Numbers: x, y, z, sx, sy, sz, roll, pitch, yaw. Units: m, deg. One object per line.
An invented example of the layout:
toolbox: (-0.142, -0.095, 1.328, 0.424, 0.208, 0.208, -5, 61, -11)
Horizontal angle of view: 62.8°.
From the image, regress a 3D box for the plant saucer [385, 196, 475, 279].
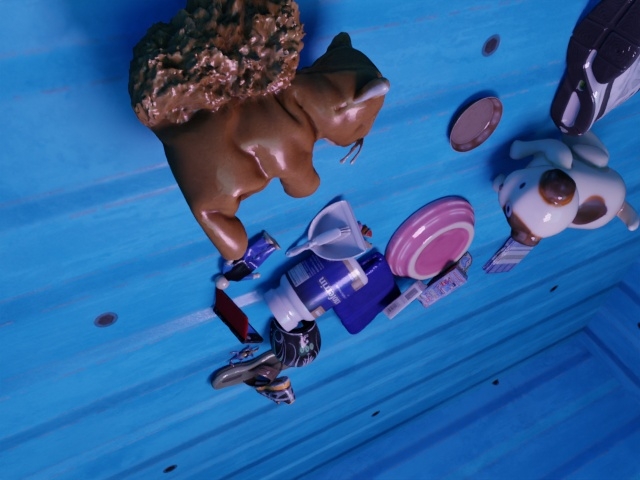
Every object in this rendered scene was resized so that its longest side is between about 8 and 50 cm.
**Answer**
plant saucer: (0.365, 0.011, 1.675, 0.332, 0.084, 0.332, -21, 143, -17)

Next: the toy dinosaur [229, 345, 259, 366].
toy dinosaur: (-0.244, 0.366, 1.636, 0.082, 0.047, 0.090, -29, 160, 25)

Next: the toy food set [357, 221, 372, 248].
toy food set: (0.117, -0.012, 1.472, 0.122, 0.019, 0.078, 0, 94, -52)

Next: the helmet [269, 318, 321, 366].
helmet: (-0.077, 0.308, 1.610, 0.169, 0.169, 0.162, -15, 123, -25)

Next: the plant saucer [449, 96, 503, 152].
plant saucer: (0.404, -0.309, 1.382, 0.168, 0.029, 0.168, -22, 144, -17)

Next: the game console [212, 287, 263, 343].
game console: (-0.210, 0.195, 1.375, 0.124, 0.144, 0.085, 15, 112, -55)

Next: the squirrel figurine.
squirrel figurine: (-0.082, -0.233, 0.845, 0.370, 0.281, 0.397, -24, 136, 3)

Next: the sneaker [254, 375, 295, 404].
sneaker: (-0.155, 0.509, 1.769, 0.084, 0.083, 0.215, -30, -176, -29)

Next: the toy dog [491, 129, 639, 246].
toy dog: (0.680, -0.121, 1.528, 0.408, 0.395, 0.284, -15, 150, -39)

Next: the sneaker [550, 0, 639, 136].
sneaker: (0.794, -0.503, 1.393, 0.257, 0.169, 0.447, -33, 154, -18)

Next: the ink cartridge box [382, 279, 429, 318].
ink cartridge box: (0.287, 0.184, 1.740, 0.145, 0.045, 0.179, -44, 173, 17)

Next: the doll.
doll: (-0.188, 0.061, 1.320, 0.189, 0.046, 0.129, -38, 144, 5)

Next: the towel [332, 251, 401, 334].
towel: (0.137, 0.170, 1.691, 0.227, 0.076, 0.308, -37, 146, -5)

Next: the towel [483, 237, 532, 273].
towel: (0.781, 0.023, 2.068, 0.209, 0.034, 0.285, 0, 134, -42)

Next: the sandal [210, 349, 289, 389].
sandal: (-0.204, 0.439, 1.708, 0.302, 0.086, 0.120, -15, 140, -26)

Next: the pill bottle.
pill bottle: (-0.015, 0.125, 1.440, 0.264, 0.153, 0.153, -35, 145, 0)

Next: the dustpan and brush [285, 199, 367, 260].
dustpan and brush: (0.000, 0.000, 1.363, 0.211, 0.147, 0.060, -24, 174, 35)

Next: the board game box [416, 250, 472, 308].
board game box: (0.442, 0.125, 1.775, 0.194, 0.060, 0.194, -39, 176, -34)
